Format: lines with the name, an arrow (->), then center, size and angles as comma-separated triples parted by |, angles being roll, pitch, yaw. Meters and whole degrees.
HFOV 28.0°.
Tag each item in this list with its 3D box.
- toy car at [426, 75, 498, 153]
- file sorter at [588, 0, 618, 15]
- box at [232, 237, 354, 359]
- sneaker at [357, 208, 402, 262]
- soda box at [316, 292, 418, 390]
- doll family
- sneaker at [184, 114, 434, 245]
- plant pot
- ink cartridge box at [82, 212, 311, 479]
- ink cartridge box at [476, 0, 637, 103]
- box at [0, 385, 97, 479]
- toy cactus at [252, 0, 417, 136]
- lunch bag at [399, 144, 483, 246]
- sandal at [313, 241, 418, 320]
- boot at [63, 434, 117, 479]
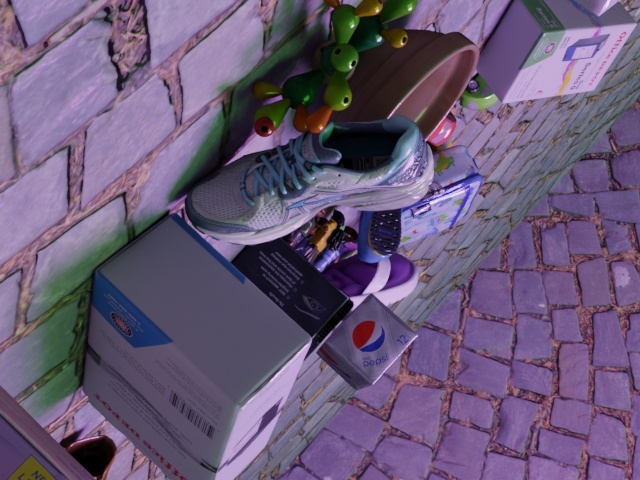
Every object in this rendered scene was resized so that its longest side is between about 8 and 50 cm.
toy car -> 0.236, -0.209, 2.125 | 0.225, 0.053, 0.239 | -46, 167, -11
file sorter -> 0.405, -0.463, 1.679 | 0.277, 0.173, 0.193 | -38, 162, -40
box -> -0.064, 0.092, 1.792 | 0.158, 0.156, 0.093 | -48, 169, -3
sneaker -> 0.098, -0.065, 1.992 | 0.082, 0.069, 0.209 | -23, -132, 63
soda box -> 0.062, 0.152, 1.869 | 0.098, 0.091, 0.286 | -47, 177, -7
doll family -> 0.000, 0.000, 1.934 | 0.111, 0.076, 0.193 | -51, 172, -9
sneaker -> -0.018, -0.083, 1.408 | 0.283, 0.110, 0.122 | -15, 155, 0
plant pot -> 0.079, -0.179, 1.582 | 0.237, 0.110, 0.237 | -45, 166, -15
ink cartridge box -> -0.155, 0.148, 1.506 | 0.129, 0.223, 0.307 | -41, 165, -31
ink cartridge box -> 0.377, -0.313, 2.055 | 0.212, 0.093, 0.154 | -12, 146, -35
box -> -0.314, 0.212, 1.192 | 0.117, 0.213, 0.243 | -46, 167, -11
toy cactus -> 0.006, -0.196, 1.377 | 0.219, 0.112, 0.180 | -52, -174, 3
lunch bag -> 0.175, -0.069, 2.129 | 0.176, 0.090, 0.219 | -23, 165, -13
sandal -> 0.050, 0.051, 2.125 | 0.416, 0.169, 0.102 | -26, 122, -62
boot -> -0.383, 0.391, 1.708 | 0.220, 0.109, 0.283 | -55, 168, 31
